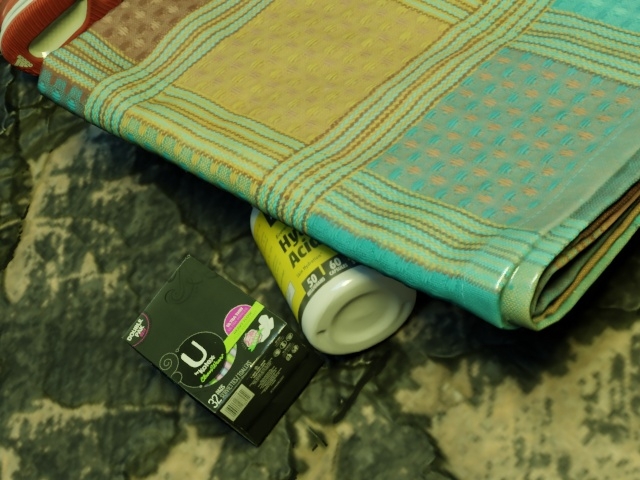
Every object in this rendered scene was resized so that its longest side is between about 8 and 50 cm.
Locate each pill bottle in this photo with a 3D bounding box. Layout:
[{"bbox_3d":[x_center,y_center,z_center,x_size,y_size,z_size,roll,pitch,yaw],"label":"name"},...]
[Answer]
[{"bbox_3d":[0.000,0.000,0.733,0.065,0.065,0.116,-35,52,5],"label":"pill bottle"}]

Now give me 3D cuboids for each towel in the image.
[{"bbox_3d":[0.045,-0.110,0.746,0.370,0.040,0.271,27,60,36],"label":"towel"}]

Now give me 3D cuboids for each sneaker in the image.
[{"bbox_3d":[-0.146,-0.224,0.928,0.221,0.087,0.128,-34,54,5],"label":"sneaker"}]

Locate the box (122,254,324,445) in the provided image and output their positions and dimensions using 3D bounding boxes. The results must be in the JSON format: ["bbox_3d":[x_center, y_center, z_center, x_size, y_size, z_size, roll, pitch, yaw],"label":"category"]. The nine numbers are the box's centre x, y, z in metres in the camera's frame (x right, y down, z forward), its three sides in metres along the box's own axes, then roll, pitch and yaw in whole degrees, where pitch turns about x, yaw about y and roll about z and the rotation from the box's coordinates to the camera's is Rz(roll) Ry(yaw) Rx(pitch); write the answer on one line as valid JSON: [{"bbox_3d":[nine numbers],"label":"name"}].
[{"bbox_3d":[-0.053,0.059,0.735,0.083,0.052,0.062,33,79,38],"label":"box"}]
